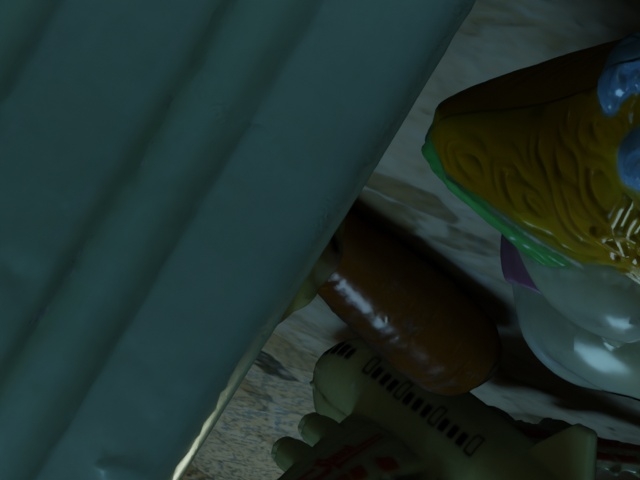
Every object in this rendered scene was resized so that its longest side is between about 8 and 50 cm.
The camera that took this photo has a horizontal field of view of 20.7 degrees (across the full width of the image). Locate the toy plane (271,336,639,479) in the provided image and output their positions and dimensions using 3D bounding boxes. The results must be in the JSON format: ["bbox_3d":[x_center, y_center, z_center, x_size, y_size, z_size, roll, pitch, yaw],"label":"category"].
[{"bbox_3d":[0.059,0.103,0.813,0.242,0.104,0.256,-2,-176,-27],"label":"toy plane"}]

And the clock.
[{"bbox_3d":[0.138,0.006,0.473,0.231,0.103,0.144,20,153,7],"label":"clock"}]

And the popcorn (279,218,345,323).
[{"bbox_3d":[-0.081,-0.035,0.505,0.187,0.185,0.167,-33,150,35],"label":"popcorn"}]

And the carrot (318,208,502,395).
[{"bbox_3d":[0.000,0.000,0.729,0.216,0.048,0.048,39,157,-28],"label":"carrot"}]

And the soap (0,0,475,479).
[{"bbox_3d":[-0.080,-0.029,0.366,0.160,0.265,0.087,29,-172,-16],"label":"soap"}]
